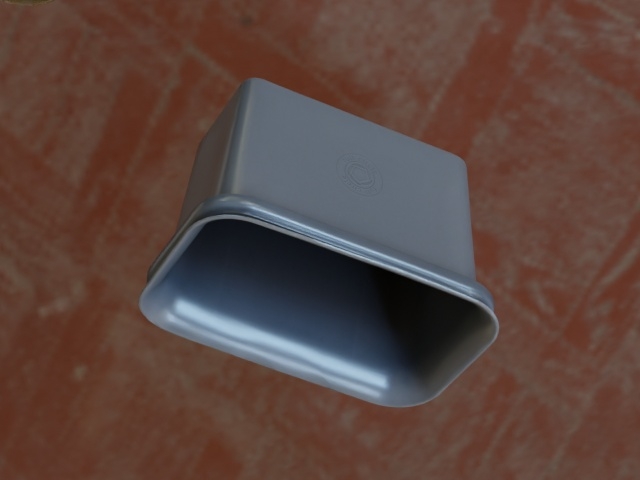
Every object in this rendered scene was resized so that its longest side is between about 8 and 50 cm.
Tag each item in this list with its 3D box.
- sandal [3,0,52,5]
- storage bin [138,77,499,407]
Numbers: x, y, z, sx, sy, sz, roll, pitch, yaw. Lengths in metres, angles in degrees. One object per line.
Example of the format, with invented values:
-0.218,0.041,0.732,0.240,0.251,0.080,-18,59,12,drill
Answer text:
-0.109,-0.186,0.939,0.072,0.049,0.180,39,115,9,sandal
0.000,0.000,0.815,0.098,0.135,0.091,-50,25,46,storage bin
